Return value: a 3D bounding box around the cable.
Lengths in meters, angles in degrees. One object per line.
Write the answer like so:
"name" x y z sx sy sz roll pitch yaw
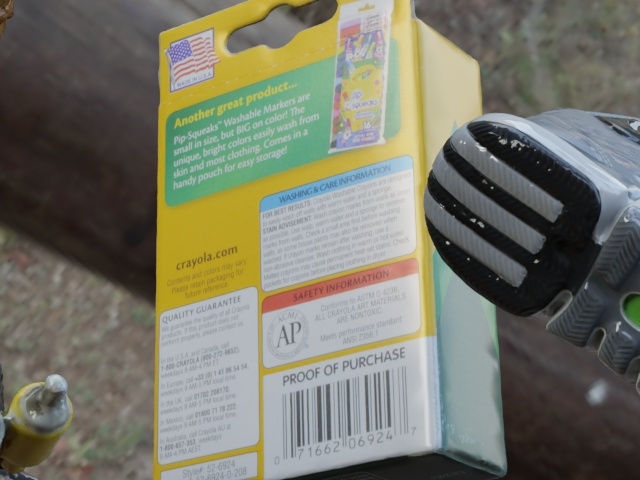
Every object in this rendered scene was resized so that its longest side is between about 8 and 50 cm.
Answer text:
"cable" -0.207 0.136 1.042 0.139 0.287 0.072 -2 59 -6

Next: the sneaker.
"sneaker" 0.156 0.020 0.658 0.228 0.086 0.132 42 33 14

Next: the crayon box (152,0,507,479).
"crayon box" 0.000 0.000 1.125 0.083 0.203 0.323 27 55 -50

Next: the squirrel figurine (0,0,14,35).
"squirrel figurine" -0.119 -0.183 0.579 0.281 0.370 0.397 32 88 -20
